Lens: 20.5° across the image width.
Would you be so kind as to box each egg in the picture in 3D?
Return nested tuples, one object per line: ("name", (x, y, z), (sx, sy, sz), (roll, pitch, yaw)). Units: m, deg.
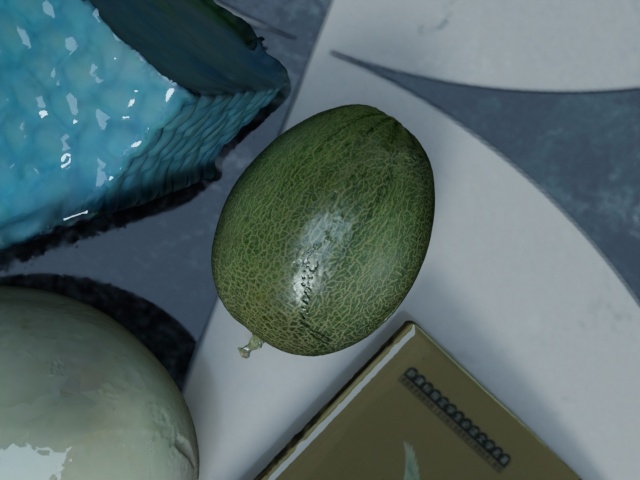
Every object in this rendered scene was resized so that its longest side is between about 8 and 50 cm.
("egg", (-0.212, 0.126, 1.132), (0.286, 0.174, 0.264), (11, 55, -8))

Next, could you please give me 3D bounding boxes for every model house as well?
("model house", (-0.189, -0.087, 1.149), (0.226, 0.261, 0.241), (41, 105, 7))

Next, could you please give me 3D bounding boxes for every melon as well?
("melon", (0.000, 0.000, 1.193), (0.139, 0.139, 0.192), (33, 92, -1))

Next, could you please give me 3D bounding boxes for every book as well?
("book", (0.031, 0.236, 1.235), (0.217, 0.021, 0.310), (43, 92, -13))
